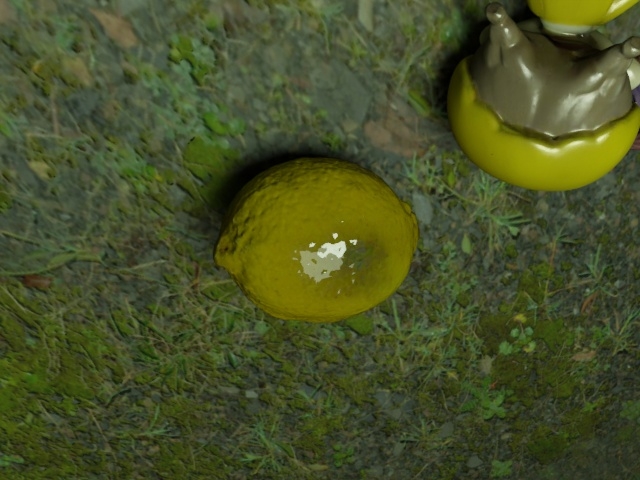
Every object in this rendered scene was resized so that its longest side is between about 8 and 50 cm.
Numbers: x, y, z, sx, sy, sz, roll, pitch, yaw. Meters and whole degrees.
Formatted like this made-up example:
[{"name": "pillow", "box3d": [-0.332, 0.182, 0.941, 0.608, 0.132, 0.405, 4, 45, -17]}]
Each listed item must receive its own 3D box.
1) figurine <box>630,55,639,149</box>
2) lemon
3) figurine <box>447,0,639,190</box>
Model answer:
[{"name": "figurine", "box3d": [0.420, -0.181, 1.008, 0.157, 0.126, 0.114, -15, 177, -3]}, {"name": "lemon", "box3d": [0.000, 0.000, 0.967, 0.260, 0.204, 0.204, -5, 132, -20]}, {"name": "figurine", "box3d": [0.256, -0.220, 0.878, 0.187, 0.215, 0.343, -40, 141, -49]}]
